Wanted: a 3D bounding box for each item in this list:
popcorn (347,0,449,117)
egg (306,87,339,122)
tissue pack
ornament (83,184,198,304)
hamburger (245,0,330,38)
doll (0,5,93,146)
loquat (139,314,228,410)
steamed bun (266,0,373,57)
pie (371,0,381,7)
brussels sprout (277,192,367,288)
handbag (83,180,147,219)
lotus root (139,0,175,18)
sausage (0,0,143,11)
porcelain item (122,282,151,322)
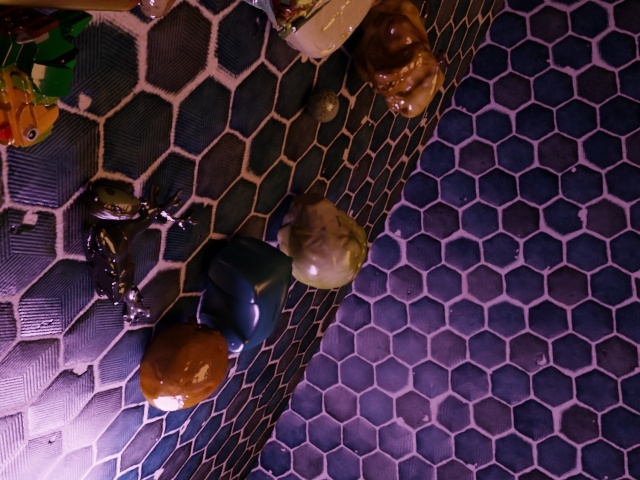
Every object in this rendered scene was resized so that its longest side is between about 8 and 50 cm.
[{"bbox_3d":[0.203,-0.497,1.636,0.297,0.281,0.316,61,27,-23],"label":"popcorn"},{"bbox_3d":[0.007,-0.350,1.568,0.085,0.085,0.110,-57,164,-10],"label":"egg"},{"bbox_3d":[-0.189,0.135,1.596,0.206,0.198,0.287,-36,148,-50],"label":"tissue pack"},{"bbox_3d":[-0.341,-0.003,1.184,0.236,0.080,0.202,-44,152,-41],"label":"ornament"},{"bbox_3d":[-0.066,-0.486,0.976,0.260,0.276,0.150,-56,-173,9],"label":"hamburger"},{"bbox_3d":[-0.369,-0.209,0.762,0.186,0.106,0.134,-67,171,19],"label":"doll"},{"bbox_3d":[-0.335,0.312,1.491,0.238,0.193,0.238,-43,149,-35],"label":"loquat"},{"bbox_3d":[-0.017,-0.498,1.171,0.232,0.166,0.273,-51,160,5],"label":"steamed bun"},{"bbox_3d":[0.122,-0.648,1.428,0.179,0.084,0.205,-36,152,-48],"label":"pie"},{"bbox_3d":[0.007,0.011,1.806,0.243,0.273,0.316,-28,147,-23],"label":"brussels sprout"},{"bbox_3d":[-0.359,-0.067,1.052,0.111,0.072,0.047,11,124,-50],"label":"handbag"},{"bbox_3d":[-0.224,-0.434,0.831,0.110,0.097,0.258,-50,163,-36],"label":"lotus root"},{"bbox_3d":[-0.331,-0.316,0.669,0.317,0.125,0.117,-31,136,-54],"label":"sausage"},{"bbox_3d":[-0.387,0.137,1.275,0.021,0.075,0.136,-40,154,-44],"label":"porcelain item"}]
